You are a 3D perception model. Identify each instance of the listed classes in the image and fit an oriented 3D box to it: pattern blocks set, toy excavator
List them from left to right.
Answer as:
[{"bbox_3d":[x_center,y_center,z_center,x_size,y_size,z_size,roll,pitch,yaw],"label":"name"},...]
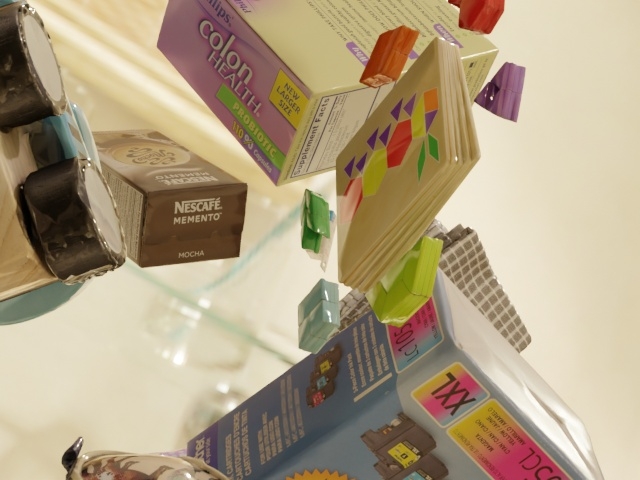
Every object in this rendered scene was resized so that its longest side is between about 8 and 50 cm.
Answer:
[{"bbox_3d":[-0.326,-0.137,1.503,0.222,0.433,0.445,-20,1,5],"label":"toy excavator"},{"bbox_3d":[0.066,-0.061,1.211,0.026,0.285,0.325,18,-34,-22],"label":"pattern blocks set"}]

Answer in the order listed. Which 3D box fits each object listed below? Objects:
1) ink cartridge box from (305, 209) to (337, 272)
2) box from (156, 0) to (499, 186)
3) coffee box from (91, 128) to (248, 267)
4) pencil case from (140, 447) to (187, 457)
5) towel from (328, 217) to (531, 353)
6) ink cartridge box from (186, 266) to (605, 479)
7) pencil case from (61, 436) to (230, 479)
[{"bbox_3d":[0.000,0.000,2.199,0.028,0.083,0.048,10,-13,12],"label":"ink cartridge box"},{"bbox_3d":[0.006,-0.186,1.495,0.213,0.243,0.117,49,-44,27],"label":"box"},{"bbox_3d":[-0.255,-0.069,2.284,0.168,0.119,0.297,-6,23,-34],"label":"coffee box"},{"bbox_3d":[-0.169,0.343,2.191,0.273,0.113,0.124,-6,-48,-13],"label":"pencil case"},{"bbox_3d":[0.169,0.133,2.311,0.235,0.283,0.121,56,-23,-15],"label":"towel"},{"bbox_3d":[0.048,0.252,1.532,0.395,0.151,0.270,-36,-65,18],"label":"ink cartridge box"},{"bbox_3d":[-0.216,0.389,1.392,0.160,0.410,0.183,24,8,26],"label":"pencil case"}]
